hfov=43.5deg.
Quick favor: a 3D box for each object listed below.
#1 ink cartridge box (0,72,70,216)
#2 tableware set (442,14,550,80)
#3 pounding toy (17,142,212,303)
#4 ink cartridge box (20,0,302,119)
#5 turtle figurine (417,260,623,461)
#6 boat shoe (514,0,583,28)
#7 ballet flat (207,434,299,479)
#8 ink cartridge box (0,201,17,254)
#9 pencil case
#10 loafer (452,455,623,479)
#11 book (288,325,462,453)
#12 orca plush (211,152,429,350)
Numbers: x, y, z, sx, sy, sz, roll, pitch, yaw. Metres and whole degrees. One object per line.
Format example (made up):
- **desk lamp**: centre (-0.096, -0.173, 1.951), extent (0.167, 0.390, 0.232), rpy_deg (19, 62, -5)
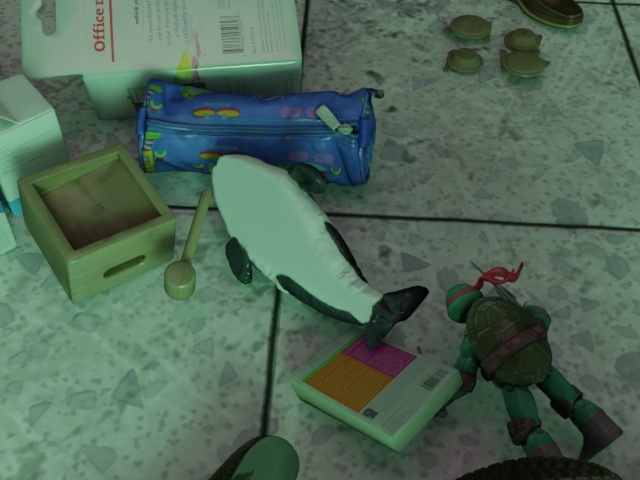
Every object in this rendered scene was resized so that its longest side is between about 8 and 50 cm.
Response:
- **ink cartridge box**: centre (-0.365, -0.121, 0.962), extent (0.089, 0.143, 0.092), rpy_deg (-32, 57, -26)
- **tableware set**: centre (0.263, -0.290, 1.210), extent (0.168, 0.020, 0.141), rpy_deg (13, 48, 11)
- **pounding toy**: centre (-0.206, 0.000, 0.904), extent (0.181, 0.094, 0.206), rpy_deg (-25, 64, -28)
- **ink cartridge box**: centre (-0.211, -0.285, 1.088), extent (0.353, 0.119, 0.207), rpy_deg (-5, 71, -7)
- **turtle figurine**: centre (0.179, 0.122, 0.791), extent (0.175, 0.118, 0.234), rpy_deg (-30, 65, -11)
- **boat shoe**: centre (0.348, -0.398, 1.278), extent (0.064, 0.060, 0.178), rpy_deg (-25, 55, -22)
- **ballet flat**: centre (-0.113, 0.268, 0.697), extent (0.084, 0.058, 0.250), rpy_deg (47, 63, -5)
- **ink cartridge box**: centre (-0.462, -0.001, 0.861), extent (0.231, 0.134, 0.078), rpy_deg (-32, 58, -27)
- **pencil case**: centre (-0.077, -0.134, 0.993), extent (0.305, 0.133, 0.120), rpy_deg (3, 86, 2)
- **loafer**: centre (0.125, 0.250, 0.674), extent (0.268, 0.102, 0.092), rpy_deg (-16, 85, 10)
- **book**: centre (0.052, 0.138, 0.781), extent (0.096, 0.035, 0.144), rpy_deg (-40, 35, -26)
- **orca plush**: centre (0.000, 0.000, 0.893), extent (0.287, 0.151, 0.102), rpy_deg (26, 10, 29)
